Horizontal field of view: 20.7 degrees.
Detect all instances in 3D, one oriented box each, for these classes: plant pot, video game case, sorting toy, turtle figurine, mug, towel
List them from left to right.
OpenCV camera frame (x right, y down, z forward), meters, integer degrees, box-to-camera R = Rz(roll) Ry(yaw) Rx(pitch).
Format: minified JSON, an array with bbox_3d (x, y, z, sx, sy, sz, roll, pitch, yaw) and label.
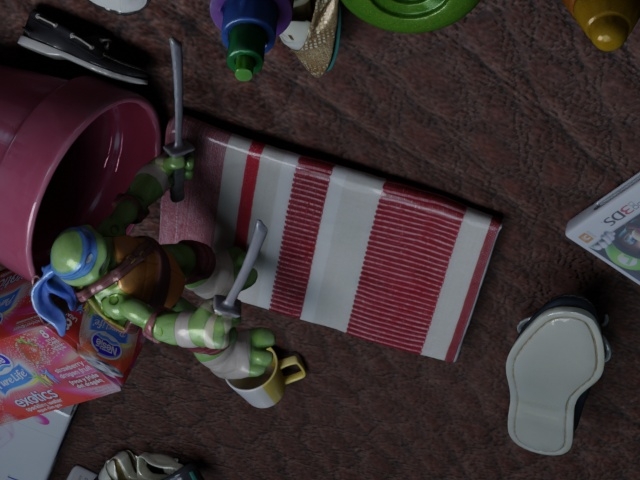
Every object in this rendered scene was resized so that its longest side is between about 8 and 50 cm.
[{"bbox_3d":[-0.278,-0.078,1.649,0.180,0.201,0.201,26,147,22],"label":"plant pot"},{"bbox_3d":[-0.104,0.016,1.593,0.198,0.275,0.266,38,180,29],"label":"turtle figurine"},{"bbox_3d":[-0.061,0.156,1.935,0.078,0.062,0.064,11,151,26],"label":"mug"},{"bbox_3d":[0.000,0.000,1.723,0.329,0.037,0.237,17,142,4],"label":"towel"},{"bbox_3d":[0.089,-0.173,1.305,0.365,0.126,0.127,-7,140,13],"label":"sorting toy"},{"bbox_3d":[0.342,0.004,1.555,0.190,0.022,0.173,32,144,-14],"label":"video game case"}]

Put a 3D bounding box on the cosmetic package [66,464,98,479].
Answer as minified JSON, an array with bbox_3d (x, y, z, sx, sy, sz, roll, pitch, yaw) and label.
[{"bbox_3d":[-0.286,0.423,2.318,0.183,0.151,0.151,25,145,-4],"label":"cosmetic package"}]

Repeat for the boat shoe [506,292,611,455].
[{"bbox_3d":[0.235,0.120,1.714,0.095,0.079,0.254,10,145,13],"label":"boat shoe"}]

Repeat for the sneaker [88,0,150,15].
[{"bbox_3d":[-0.145,-0.281,1.376,0.315,0.127,0.182,-7,145,33],"label":"sneaker"}]

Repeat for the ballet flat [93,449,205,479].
[{"bbox_3d":[-0.226,0.297,2.206,0.203,0.074,0.074,-2,138,39],"label":"ballet flat"}]

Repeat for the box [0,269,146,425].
[{"bbox_3d":[-0.314,0.107,1.944,0.257,0.128,0.122,-18,128,43],"label":"box"}]

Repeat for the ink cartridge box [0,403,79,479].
[{"bbox_3d":[-0.481,0.204,2.212,0.330,0.071,0.324,23,145,-4],"label":"ink cartridge box"}]

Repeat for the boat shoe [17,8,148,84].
[{"bbox_3d":[-0.213,-0.176,1.602,0.125,0.038,0.046,20,180,5],"label":"boat shoe"}]

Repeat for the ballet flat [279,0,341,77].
[{"bbox_3d":[-0.014,-0.210,1.419,0.067,0.073,0.206,-13,142,-20],"label":"ballet flat"}]
